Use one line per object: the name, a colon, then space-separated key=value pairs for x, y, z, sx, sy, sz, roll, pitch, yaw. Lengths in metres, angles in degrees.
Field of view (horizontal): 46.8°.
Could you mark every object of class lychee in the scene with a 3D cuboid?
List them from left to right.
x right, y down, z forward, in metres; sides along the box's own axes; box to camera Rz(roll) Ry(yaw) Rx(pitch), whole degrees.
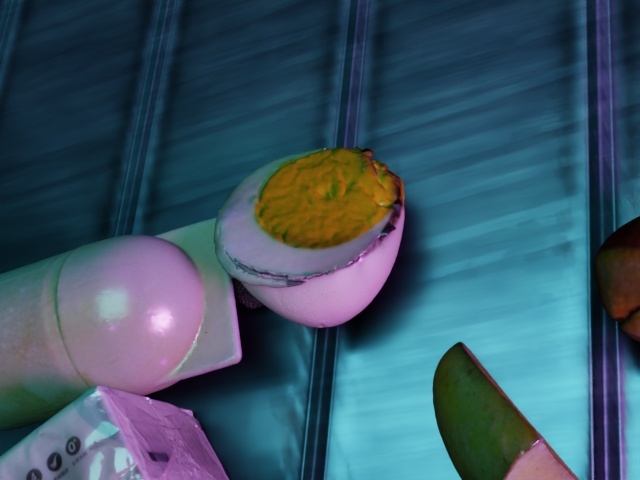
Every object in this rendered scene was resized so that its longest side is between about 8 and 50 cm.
lychee: x=-0.100 y=0.062 z=1.124 sx=0.067 sy=0.068 sz=0.083 roll=-5 pitch=66 yaw=62

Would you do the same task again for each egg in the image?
egg: x=-0.005 y=0.001 z=1.061 sx=0.264 sy=0.174 sz=0.286 roll=-6 pitch=46 yaw=10

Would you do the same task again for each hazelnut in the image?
hazelnut: x=0.450 y=0.055 z=0.886 sx=0.181 sy=0.180 sz=0.212 roll=-47 pitch=58 yaw=31

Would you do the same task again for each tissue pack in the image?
tissue pack: x=-0.328 y=0.373 z=0.978 sx=0.356 sy=0.266 sz=0.194 roll=-38 pitch=64 yaw=2

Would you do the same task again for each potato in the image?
potato: x=0.210 y=0.244 z=0.909 sx=0.112 sy=0.269 sz=0.255 roll=-39 pitch=36 yaw=3

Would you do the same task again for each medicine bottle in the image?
medicine bottle: x=-0.310 y=0.119 z=1.079 sx=0.406 sy=0.236 sz=0.236 roll=-17 pitch=67 yaw=13
